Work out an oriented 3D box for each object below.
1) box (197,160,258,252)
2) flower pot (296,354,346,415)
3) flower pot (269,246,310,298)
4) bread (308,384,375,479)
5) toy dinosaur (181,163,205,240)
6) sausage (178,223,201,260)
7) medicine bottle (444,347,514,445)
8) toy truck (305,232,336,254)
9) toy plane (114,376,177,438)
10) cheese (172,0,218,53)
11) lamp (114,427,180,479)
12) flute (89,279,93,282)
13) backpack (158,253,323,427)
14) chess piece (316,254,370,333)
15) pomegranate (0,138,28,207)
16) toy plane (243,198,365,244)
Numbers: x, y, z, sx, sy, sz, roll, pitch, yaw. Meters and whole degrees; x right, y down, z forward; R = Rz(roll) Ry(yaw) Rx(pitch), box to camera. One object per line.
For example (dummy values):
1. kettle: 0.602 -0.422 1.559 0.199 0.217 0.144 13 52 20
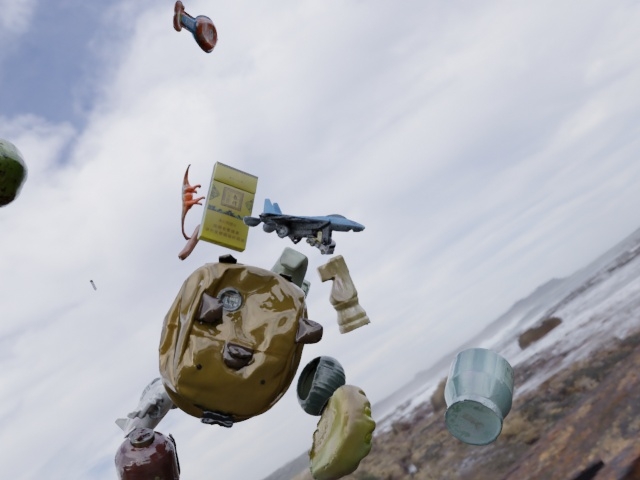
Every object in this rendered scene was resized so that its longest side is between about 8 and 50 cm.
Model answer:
1. box: -0.296 -0.109 1.971 0.153 0.279 0.041 19 -28 -22
2. flower pot: 0.004 0.564 2.364 0.189 0.157 0.243 -31 32 47
3. flower pot: -0.144 0.194 2.169 0.254 0.165 0.367 -58 -10 -21
4. bread: 0.076 0.543 1.662 0.260 0.158 0.156 -64 23 0
5. toy dinosaur: -0.483 -0.143 2.266 0.101 0.279 0.055 -10 5 -33
6. sausage: -0.515 0.008 2.441 0.176 0.040 0.047 -61 -3 -26
7. medicine bottle: 0.567 0.565 2.200 0.245 0.245 0.290 -47 1 33
8. toy truck: 0.000 0.000 2.156 0.052 0.123 0.063 -5 -57 -50
9. toy plane: -0.539 0.530 1.938 0.252 0.118 0.252 -47 -9 -9
10. cheese: -0.358 -0.616 1.766 0.037 0.106 0.256 5 2 17
11. lamp: -0.489 0.651 1.743 0.180 0.180 0.258 -20 -65 -43
12. flute: -0.942 0.186 2.524 0.014 0.014 0.269 -30 -1 -20
13. backpack: -0.190 0.235 1.404 0.354 0.378 0.201 14 -18 -11
14. chess piece: 0.089 0.210 2.400 0.137 0.300 0.137 -19 -4 -1
15. pomegranate: -0.999 -0.203 1.787 0.248 0.214 0.214 13 -47 -38
16. toy plane: -0.026 -0.028 1.254 0.169 0.246 0.078 26 -102 -67
